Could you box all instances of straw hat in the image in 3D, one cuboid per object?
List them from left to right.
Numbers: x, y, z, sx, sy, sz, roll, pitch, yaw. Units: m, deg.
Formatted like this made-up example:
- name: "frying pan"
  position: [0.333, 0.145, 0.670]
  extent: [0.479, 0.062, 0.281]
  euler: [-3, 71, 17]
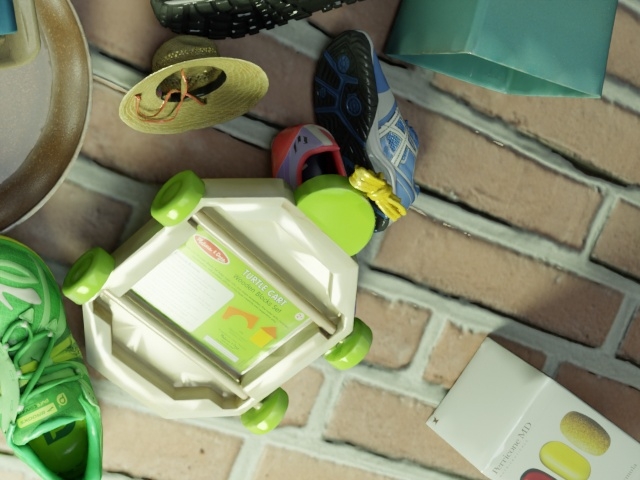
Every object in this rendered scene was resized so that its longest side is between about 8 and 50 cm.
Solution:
- name: "straw hat"
  position: [-0.126, -0.161, 0.986]
  extent: [0.145, 0.144, 0.061]
  euler: [-6, 68, -22]

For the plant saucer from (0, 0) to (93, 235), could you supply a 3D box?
- name: "plant saucer"
  position: [-0.358, -0.138, 0.903]
  extent: [0.311, 0.050, 0.310]
  euler: [-7, 108, -22]

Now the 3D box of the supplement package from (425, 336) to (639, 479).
- name: "supplement package"
  position: [0.274, 0.247, 1.254]
  extent: [0.244, 0.134, 0.139]
  euler: [35, 90, -28]

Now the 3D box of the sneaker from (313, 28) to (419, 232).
- name: "sneaker"
  position: [0.052, -0.118, 1.087]
  extent: [0.081, 0.080, 0.211]
  euler: [-28, 117, -40]

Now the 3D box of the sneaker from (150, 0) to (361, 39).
- name: "sneaker"
  position: [-0.032, -0.282, 0.993]
  extent: [0.283, 0.107, 0.124]
  euler: [-17, 83, -11]

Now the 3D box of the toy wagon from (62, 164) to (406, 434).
- name: "toy wagon"
  position: [-0.066, 0.042, 1.016]
  extent: [0.344, 0.068, 0.267]
  euler: [-39, 120, 15]

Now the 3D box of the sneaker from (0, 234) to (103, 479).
- name: "sneaker"
  position: [-0.265, 0.120, 0.971]
  extent: [0.109, 0.123, 0.295]
  euler: [-29, 122, -17]

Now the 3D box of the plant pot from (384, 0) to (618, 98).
- name: "plant pot"
  position: [0.199, -0.279, 1.049]
  extent: [0.166, 0.166, 0.234]
  euler: [13, 92, -27]

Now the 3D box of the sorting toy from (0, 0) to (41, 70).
- name: "sorting toy"
  position: [-0.291, -0.271, 0.764]
  extent: [0.041, 0.229, 0.307]
  euler: [0, 106, 18]

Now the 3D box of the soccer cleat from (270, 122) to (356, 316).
- name: "soccer cleat"
  position: [0.000, 0.000, 1.078]
  extent: [0.083, 0.095, 0.247]
  euler: [-15, 111, -19]
